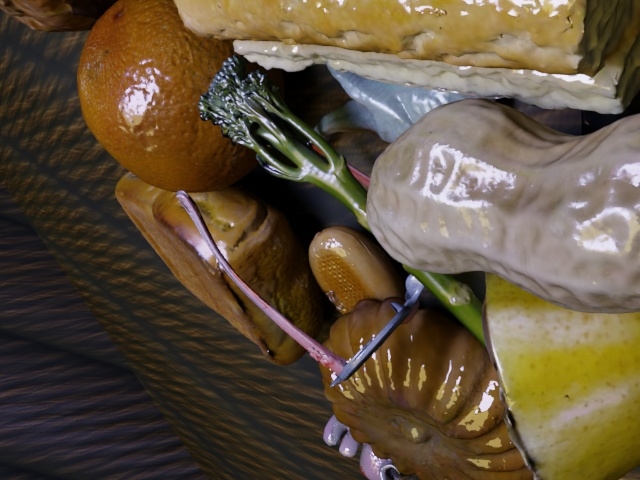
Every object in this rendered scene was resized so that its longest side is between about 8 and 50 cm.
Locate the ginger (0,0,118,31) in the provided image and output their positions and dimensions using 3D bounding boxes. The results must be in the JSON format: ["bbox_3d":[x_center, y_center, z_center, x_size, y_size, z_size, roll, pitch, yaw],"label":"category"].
[{"bbox_3d":[-0.306,-0.328,0.718,0.165,0.321,0.172,27,110,-8],"label":"ginger"}]

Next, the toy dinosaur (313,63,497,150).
[{"bbox_3d":[0.065,-0.162,0.619,0.205,0.092,0.393,50,138,0],"label":"toy dinosaur"}]

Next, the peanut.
[{"bbox_3d":[0.138,-0.029,0.397,0.298,0.120,0.136,14,140,54],"label":"peanut"}]

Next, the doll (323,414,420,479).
[{"bbox_3d":[0.099,0.340,0.979,0.192,0.095,0.149,35,-179,39],"label":"doll"}]

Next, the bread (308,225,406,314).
[{"bbox_3d":[0.057,0.055,0.815,0.114,0.077,0.189,-22,113,38],"label":"bread"}]

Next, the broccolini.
[{"bbox_3d":[0.037,-0.033,0.602,0.392,0.074,0.079,45,126,-1],"label":"broccolini"}]

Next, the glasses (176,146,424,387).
[{"bbox_3d":[0.000,0.000,0.663,0.268,0.234,0.118,38,148,4],"label":"glasses"}]

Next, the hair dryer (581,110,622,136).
[{"bbox_3d":[0.228,-0.099,0.452,0.173,0.050,0.194,-133,32,-54],"label":"hair dryer"}]

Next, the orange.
[{"bbox_3d":[-0.166,-0.181,0.744,0.264,0.264,0.264,32,139,32],"label":"orange"}]

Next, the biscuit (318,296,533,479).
[{"bbox_3d":[0.134,0.220,0.781,0.326,0.107,0.325,24,138,23],"label":"biscuit"}]

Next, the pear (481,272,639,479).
[{"bbox_3d":[0.253,0.091,0.505,0.178,0.267,0.266,-16,106,26],"label":"pear"}]

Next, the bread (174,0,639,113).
[{"bbox_3d":[0.066,-0.241,0.441,0.376,0.165,0.236,20,92,38],"label":"bread"}]

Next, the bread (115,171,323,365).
[{"bbox_3d":[-0.150,0.014,0.951,0.328,0.148,0.337,31,157,38],"label":"bread"}]
